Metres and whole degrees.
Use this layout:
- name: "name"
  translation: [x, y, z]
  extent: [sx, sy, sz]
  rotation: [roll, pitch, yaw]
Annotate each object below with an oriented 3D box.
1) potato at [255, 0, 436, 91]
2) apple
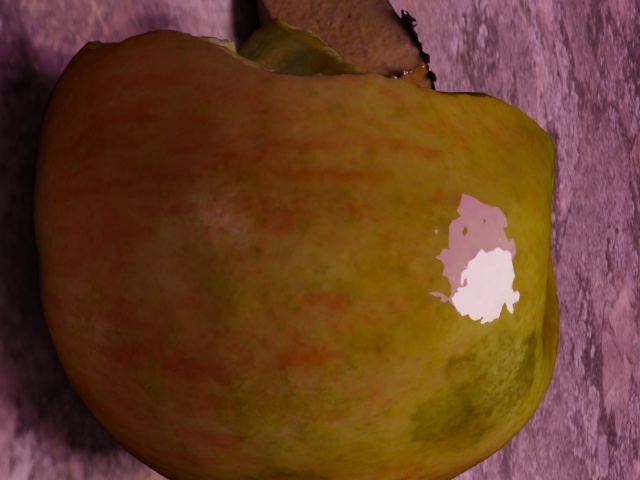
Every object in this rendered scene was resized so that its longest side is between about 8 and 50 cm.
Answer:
- name: "potato"
  translation: [-0.006, -0.131, 0.877]
  extent: [0.172, 0.089, 0.100]
  rotation: [62, -4, 18]
- name: "apple"
  translation: [0.000, 0.000, 0.680]
  extent: [0.246, 0.226, 0.246]
  rotation: [-1, 90, -68]
